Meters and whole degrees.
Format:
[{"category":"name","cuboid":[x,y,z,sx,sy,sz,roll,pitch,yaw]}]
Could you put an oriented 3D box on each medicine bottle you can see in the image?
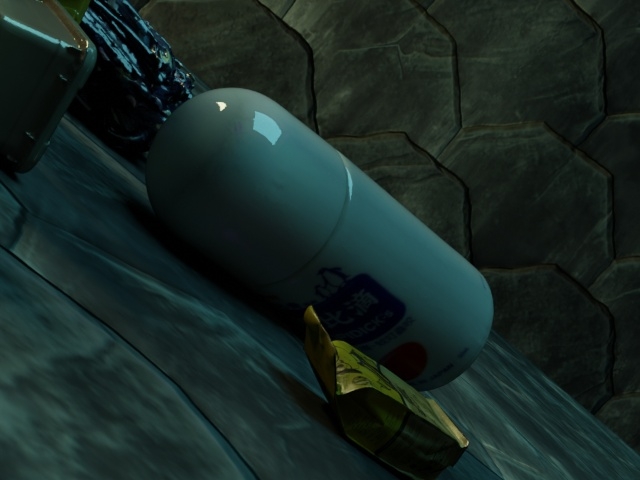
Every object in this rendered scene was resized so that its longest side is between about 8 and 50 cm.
[{"category":"medicine bottle","cuboid":[0.000,0.000,1.071,0.341,0.130,0.130,38,5,-43]}]

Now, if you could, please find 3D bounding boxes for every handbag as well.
[{"category":"handbag","cuboid":[-0.213,-0.186,1.209,0.260,0.113,0.162,48,11,-4]}]

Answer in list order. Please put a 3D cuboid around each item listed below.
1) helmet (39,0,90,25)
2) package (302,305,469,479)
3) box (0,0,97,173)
[{"category":"helmet","cuboid":[-0.253,-0.255,1.005,0.140,0.257,0.205,15,21,13]},{"category":"package","cuboid":[0.031,0.104,0.878,0.131,0.047,0.071,37,8,-30]},{"category":"box","cuboid":[-0.189,-0.104,0.803,0.062,0.089,0.122,27,11,-31]}]
